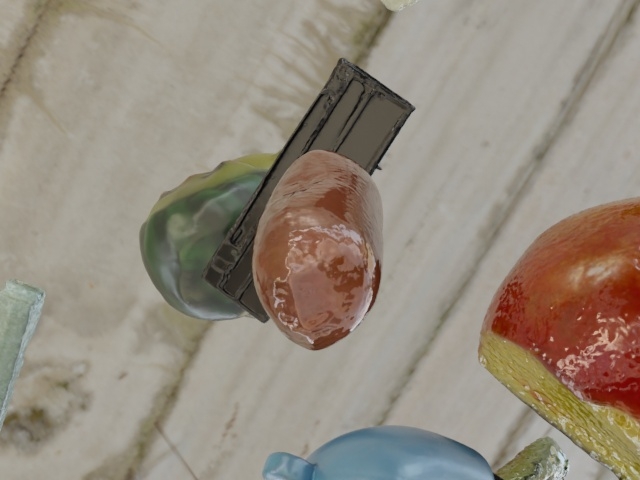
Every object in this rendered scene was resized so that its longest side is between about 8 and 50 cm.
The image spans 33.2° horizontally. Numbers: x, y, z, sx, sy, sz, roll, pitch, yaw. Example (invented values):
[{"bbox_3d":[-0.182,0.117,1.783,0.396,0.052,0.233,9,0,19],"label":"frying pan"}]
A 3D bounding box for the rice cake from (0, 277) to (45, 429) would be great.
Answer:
[{"bbox_3d":[-0.240,0.107,0.778,0.033,0.029,0.170,22,-75,-1],"label":"rice cake"}]

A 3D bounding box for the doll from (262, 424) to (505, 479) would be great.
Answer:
[{"bbox_3d":[0.094,0.225,0.730,0.314,0.177,0.141,33,-123,-12],"label":"doll"}]

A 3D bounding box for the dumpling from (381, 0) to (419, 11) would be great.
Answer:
[{"bbox_3d":[0.124,-0.277,0.816,0.131,0.179,0.252,52,-134,-31],"label":"dumpling"}]

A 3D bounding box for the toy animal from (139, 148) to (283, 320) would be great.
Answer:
[{"bbox_3d":[-0.078,-0.003,1.265,0.216,0.338,0.191,-28,-88,18],"label":"toy animal"}]

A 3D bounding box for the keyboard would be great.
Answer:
[{"bbox_3d":[-0.013,-0.039,0.976,0.087,0.017,0.250,34,-74,2],"label":"keyboard"}]

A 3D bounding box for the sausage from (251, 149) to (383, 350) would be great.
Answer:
[{"bbox_3d":[0.000,0.000,0.597,0.077,0.194,0.077,1,-73,3],"label":"sausage"}]

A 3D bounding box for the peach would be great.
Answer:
[{"bbox_3d":[0.347,0.077,1.085,0.381,0.306,0.242,-21,-42,6],"label":"peach"}]

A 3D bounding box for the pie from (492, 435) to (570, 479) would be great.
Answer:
[{"bbox_3d":[0.245,0.403,1.619,0.297,0.078,0.371,-34,-21,-3],"label":"pie"}]
